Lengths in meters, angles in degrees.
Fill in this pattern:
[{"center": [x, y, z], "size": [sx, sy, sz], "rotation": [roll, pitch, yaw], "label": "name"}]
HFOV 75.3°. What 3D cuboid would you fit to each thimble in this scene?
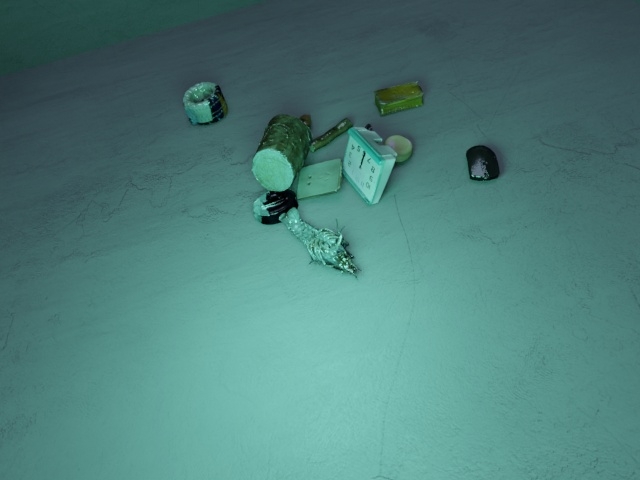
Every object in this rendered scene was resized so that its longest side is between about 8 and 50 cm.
[{"center": [-0.642, -0.753, 2.290], "size": [0.238, 0.150, 0.237], "rotation": [-6, 54, 8], "label": "thimble"}]

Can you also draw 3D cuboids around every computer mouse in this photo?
[{"center": [0.684, -0.340, 1.762], "size": [0.122, 0.073, 0.217], "rotation": [-3, 54, 9], "label": "computer mouse"}]

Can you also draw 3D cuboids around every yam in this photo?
[{"center": [-0.170, -0.391, 1.834], "size": [0.241, 0.240, 0.348], "rotation": [1, 43, 12], "label": "yam"}, {"center": [0.047, -0.514, 2.029], "size": [0.253, 0.061, 0.061], "rotation": [-36, 55, -15], "label": "yam"}]

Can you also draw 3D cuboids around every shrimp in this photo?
[{"center": [0.003, 0.004, 1.595], "size": [0.221, 0.166, 0.411], "rotation": [-41, 44, -17], "label": "shrimp"}]

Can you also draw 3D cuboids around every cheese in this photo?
[{"center": [0.323, -0.391, 1.849], "size": [0.137, 0.064, 0.227], "rotation": [33, 53, 15], "label": "cheese"}]

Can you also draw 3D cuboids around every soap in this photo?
[{"center": [0.396, -0.725, 2.109], "size": [0.234, 0.076, 0.135], "rotation": [-15, 51, 1], "label": "soap"}]

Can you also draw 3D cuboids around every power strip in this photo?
[{"center": [0.004, -0.261, 1.843], "size": [0.213, 0.064, 0.198], "rotation": [-9, 53, 22], "label": "power strip"}]

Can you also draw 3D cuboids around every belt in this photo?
[{"center": [-0.197, -0.149, 1.788], "size": [0.198, 0.078, 0.151], "rotation": [-29, 52, -14], "label": "belt"}]

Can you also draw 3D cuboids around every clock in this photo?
[{"center": [0.204, -0.320, 1.755], "size": [0.116, 0.231, 0.262], "rotation": [-12, 48, -24], "label": "clock"}]

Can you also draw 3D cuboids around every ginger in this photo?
[{"center": [-0.109, -0.578, 2.101], "size": [0.190, 0.068, 0.095], "rotation": [-41, 61, -20], "label": "ginger"}]

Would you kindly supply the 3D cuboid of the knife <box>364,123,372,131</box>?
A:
[{"center": [0.218, -0.483, 1.938], "size": [0.053, 0.123, 0.278], "rotation": [-29, 30, 21], "label": "knife"}]
